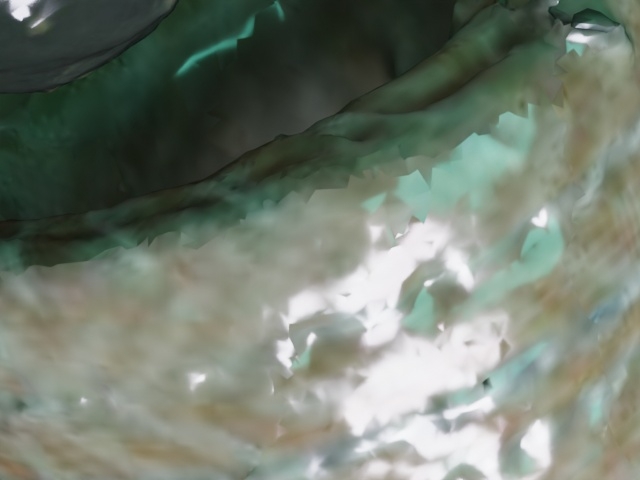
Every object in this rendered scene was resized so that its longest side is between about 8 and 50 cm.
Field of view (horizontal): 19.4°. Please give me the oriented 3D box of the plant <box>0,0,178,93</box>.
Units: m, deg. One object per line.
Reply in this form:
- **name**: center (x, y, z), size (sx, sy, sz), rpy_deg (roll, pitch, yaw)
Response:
- **plant**: center (-0.147, -0.078, 0.418), size (0.256, 0.164, 0.142), rpy_deg (-8, 106, -20)

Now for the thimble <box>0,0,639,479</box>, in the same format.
- **thimble**: center (0.003, -0.004, 0.538), size (0.229, 0.196, 0.148), rpy_deg (-22, 117, 2)
